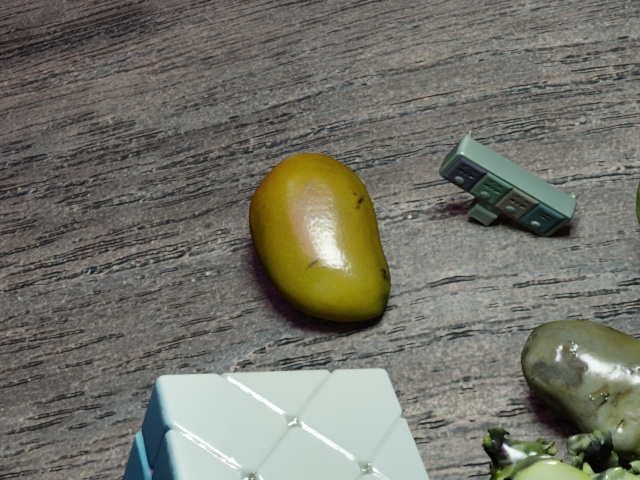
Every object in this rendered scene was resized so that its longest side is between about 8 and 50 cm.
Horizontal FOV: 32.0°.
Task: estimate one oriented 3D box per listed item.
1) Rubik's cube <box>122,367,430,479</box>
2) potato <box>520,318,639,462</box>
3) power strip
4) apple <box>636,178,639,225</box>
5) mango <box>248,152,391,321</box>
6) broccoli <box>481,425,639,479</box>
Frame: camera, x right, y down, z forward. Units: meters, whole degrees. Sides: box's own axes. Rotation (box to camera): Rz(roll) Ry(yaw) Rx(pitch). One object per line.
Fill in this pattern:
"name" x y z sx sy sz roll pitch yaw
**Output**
"Rubik's cube" -0.057 0.373 1.375 0.319 0.316 0.321 0 46 -23
"potato" 0.402 0.200 1.552 0.165 0.165 0.262 -40 55 -16
"power strip" 0.293 -0.078 1.818 0.216 0.145 0.061 31 60 -6
"apple" 0.630 -0.061 1.568 0.357 0.357 0.357 -9 50 10
"mango" 0.000 0.000 1.834 0.211 0.173 0.317 -21 61 -8
"broccoli" 0.304 0.388 1.393 0.324 0.272 0.334 -5 27 -41
